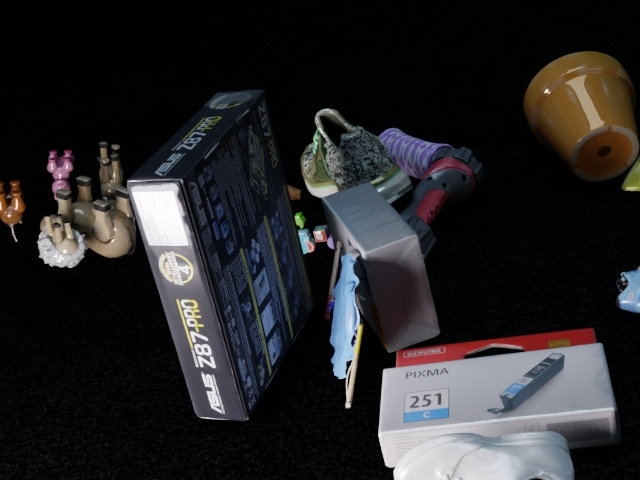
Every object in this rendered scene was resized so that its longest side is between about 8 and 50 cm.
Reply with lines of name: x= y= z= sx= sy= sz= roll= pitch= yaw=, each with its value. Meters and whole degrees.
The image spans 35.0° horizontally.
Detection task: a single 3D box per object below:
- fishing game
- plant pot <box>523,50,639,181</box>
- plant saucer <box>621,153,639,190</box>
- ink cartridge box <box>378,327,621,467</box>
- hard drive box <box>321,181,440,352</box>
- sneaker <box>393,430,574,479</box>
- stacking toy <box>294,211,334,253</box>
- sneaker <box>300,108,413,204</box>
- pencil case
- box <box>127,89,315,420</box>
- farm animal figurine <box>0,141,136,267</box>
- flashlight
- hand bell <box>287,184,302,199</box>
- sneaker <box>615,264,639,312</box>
fishing game: x=0.043 y=0.109 z=1.491 sx=0.041 sy=0.189 sz=0.264 roll=4 pitch=22 yaw=-8
plant pot: x=0.500 y=-0.215 z=1.889 sx=0.205 sy=0.205 sz=0.188 roll=-12 pitch=43 yaw=4
plant saucer: x=0.655 y=-0.150 z=1.825 sx=0.188 sy=0.045 sz=0.188 roll=3 pitch=31 yaw=32
ink cartridge box: x=0.233 y=0.184 z=1.368 sx=0.296 sy=0.066 sz=0.261 roll=-8 pitch=28 yaw=11
hard drive box: x=0.092 y=0.037 z=1.596 sx=0.089 sy=0.181 sz=0.232 roll=-19 pitch=26 yaw=-8
sneaker: x=0.193 y=0.282 z=1.196 sx=0.212 sy=0.080 sz=0.094 roll=-10 pitch=39 yaw=7
stacking toy: x=0.000 y=0.000 z=1.864 sx=0.221 sy=0.052 sz=0.167 roll=-6 pitch=26 yaw=21
sneaker: x=0.046 y=-0.176 z=1.921 sx=0.158 sy=0.182 sz=0.410 roll=-28 pitch=20 yaw=-11
pencil case: x=0.196 y=-0.175 z=2.055 sx=0.088 sy=0.086 sz=0.206 roll=-39 pitch=33 yaw=-17
box: x=-0.130 y=0.016 z=1.507 sx=0.097 sy=0.394 sz=0.318 roll=0 pitch=30 yaw=23
farm animal figurine: x=-0.489 y=-0.052 z=2.096 sx=0.327 sy=0.172 sz=0.330 roll=28 pitch=39 yaw=37
flashlight: x=0.204 y=-0.058 z=1.825 sx=0.103 sy=0.103 sz=0.304 roll=-27 pitch=18 yaw=38
hand bell: x=-0.158 y=-0.108 z=2.116 sx=0.242 sy=0.126 sz=0.126 roll=7 pitch=31 yaw=14
sneaker: x=0.477 y=0.051 z=1.508 sx=0.073 sy=0.063 sz=0.162 roll=-2 pitch=29 yaw=30
